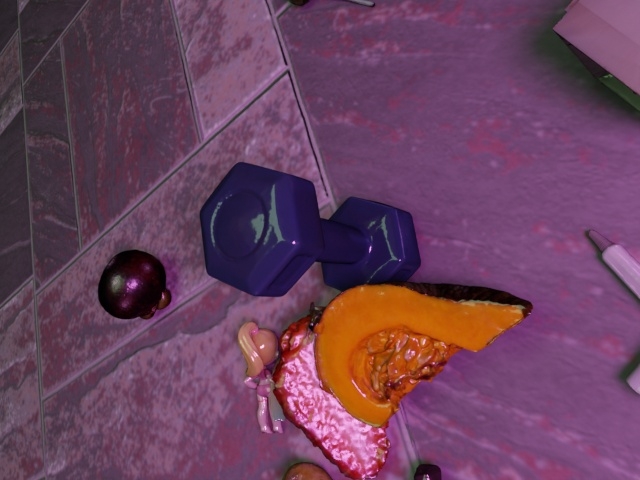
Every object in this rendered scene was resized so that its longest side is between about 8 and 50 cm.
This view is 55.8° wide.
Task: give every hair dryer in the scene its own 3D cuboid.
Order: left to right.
[{"bbox_3d":[0.346,0.062,0.670,0.155,0.044,0.183,-57,45,14],"label":"hair dryer"}]

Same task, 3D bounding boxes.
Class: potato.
[{"bbox_3d":[-0.014,0.394,0.880,0.091,0.070,0.138,-22,68,30],"label":"potato"}]

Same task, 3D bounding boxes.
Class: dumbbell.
[{"bbox_3d":[0.000,0.000,0.788,0.160,0.325,0.144,17,95,36],"label":"dumbbell"}]

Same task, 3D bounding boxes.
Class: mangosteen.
[{"bbox_3d":[-0.374,0.095,1.232,0.152,0.152,0.152,-11,73,39],"label":"mangosteen"}]

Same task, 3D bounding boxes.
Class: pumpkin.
[{"bbox_3d":[0.112,0.097,0.772,0.163,0.111,0.278,47,116,4],"label":"pumpkin"}]

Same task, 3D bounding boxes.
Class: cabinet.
[{"bbox_3d":[0.385,-0.244,0.630,0.206,0.145,0.150,-48,54,22],"label":"cabinet"}]

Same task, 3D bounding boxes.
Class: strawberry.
[{"bbox_3d":[0.018,0.212,0.882,0.175,0.107,0.236,5,85,3],"label":"strawberry"}]

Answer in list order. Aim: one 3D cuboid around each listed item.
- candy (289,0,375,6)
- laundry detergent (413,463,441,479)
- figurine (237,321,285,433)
[{"bbox_3d":[0.016,-0.435,1.071,0.202,0.061,0.061,29,99,33],"label":"candy"},{"bbox_3d":[0.144,0.394,0.741,0.144,0.078,0.222,-4,75,39],"label":"laundry detergent"},{"bbox_3d":[-0.094,0.225,0.993,0.083,0.083,0.187,-12,82,39],"label":"figurine"}]
